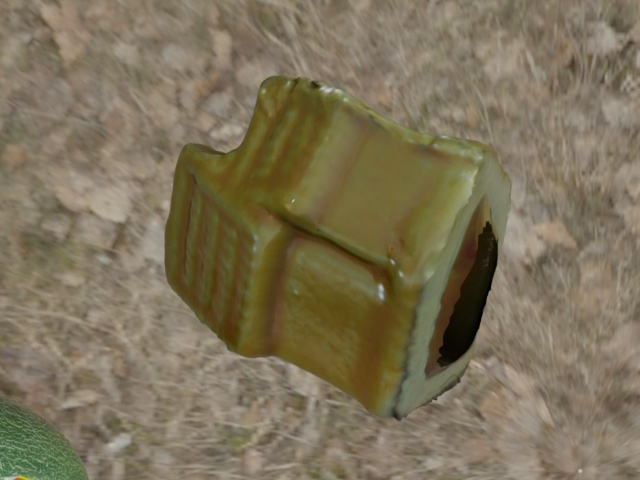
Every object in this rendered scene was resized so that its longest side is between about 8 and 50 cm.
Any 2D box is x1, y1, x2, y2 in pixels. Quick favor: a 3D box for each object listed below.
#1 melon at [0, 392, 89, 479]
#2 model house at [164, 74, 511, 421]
[{"bbox_3d":[-0.323,0.207,1.382,0.182,0.287,0.182,-21,57,37],"label":"melon"},{"bbox_3d":[0.004,-0.011,1.150,0.239,0.173,0.268,25,127,18],"label":"model house"}]
